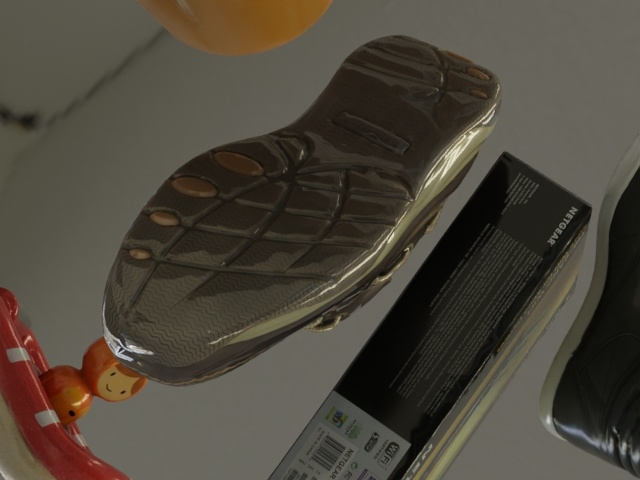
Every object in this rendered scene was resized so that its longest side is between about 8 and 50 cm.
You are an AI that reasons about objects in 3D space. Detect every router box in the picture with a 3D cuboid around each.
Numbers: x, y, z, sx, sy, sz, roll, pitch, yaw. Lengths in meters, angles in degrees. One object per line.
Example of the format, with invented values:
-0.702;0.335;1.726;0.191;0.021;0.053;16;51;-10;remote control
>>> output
0.081;0.109;1.312;0.309;0.081;0.243;-54;167;-9;router box

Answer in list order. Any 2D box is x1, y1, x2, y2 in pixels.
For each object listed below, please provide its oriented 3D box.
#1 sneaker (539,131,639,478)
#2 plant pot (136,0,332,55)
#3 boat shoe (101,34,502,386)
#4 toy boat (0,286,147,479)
0.266;0.043;1.261;0.147;0.104;0.295;39;-63;50;sneaker
-0.064;-0.211;1.037;0.205;0.188;0.205;-5;-118;10;plant pot
0.000;0.000;1.090;0.355;0.132;0.130;-38;148;-42;boat shoe
-0.217;0.134;1.515;0.151;0.231;0.151;-27;164;-4;toy boat
